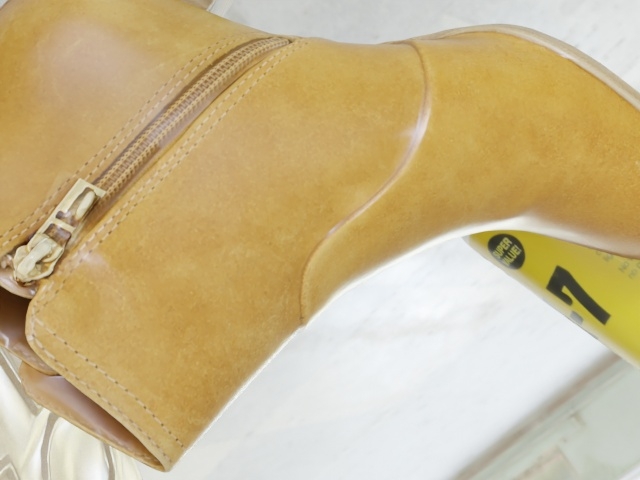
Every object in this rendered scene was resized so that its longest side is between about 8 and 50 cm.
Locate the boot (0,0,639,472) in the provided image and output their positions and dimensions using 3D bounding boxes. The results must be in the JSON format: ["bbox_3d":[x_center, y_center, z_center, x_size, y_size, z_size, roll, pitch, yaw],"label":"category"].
[{"bbox_3d":[0.000,-0.001,0.383,0.211,0.295,0.104,-62,-179,-27],"label":"boot"}]

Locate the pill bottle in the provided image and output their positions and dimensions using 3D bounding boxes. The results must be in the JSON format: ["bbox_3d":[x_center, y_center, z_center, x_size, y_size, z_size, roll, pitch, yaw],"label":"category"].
[{"bbox_3d":[0.147,-0.019,0.526,0.119,0.208,0.119,-43,158,-23],"label":"pill bottle"}]

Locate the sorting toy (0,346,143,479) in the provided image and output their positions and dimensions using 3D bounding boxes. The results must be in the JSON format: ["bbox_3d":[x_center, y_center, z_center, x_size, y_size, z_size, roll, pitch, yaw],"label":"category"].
[{"bbox_3d":[-0.154,0.098,0.472,0.038,0.208,0.193,-9,-164,15],"label":"sorting toy"}]
